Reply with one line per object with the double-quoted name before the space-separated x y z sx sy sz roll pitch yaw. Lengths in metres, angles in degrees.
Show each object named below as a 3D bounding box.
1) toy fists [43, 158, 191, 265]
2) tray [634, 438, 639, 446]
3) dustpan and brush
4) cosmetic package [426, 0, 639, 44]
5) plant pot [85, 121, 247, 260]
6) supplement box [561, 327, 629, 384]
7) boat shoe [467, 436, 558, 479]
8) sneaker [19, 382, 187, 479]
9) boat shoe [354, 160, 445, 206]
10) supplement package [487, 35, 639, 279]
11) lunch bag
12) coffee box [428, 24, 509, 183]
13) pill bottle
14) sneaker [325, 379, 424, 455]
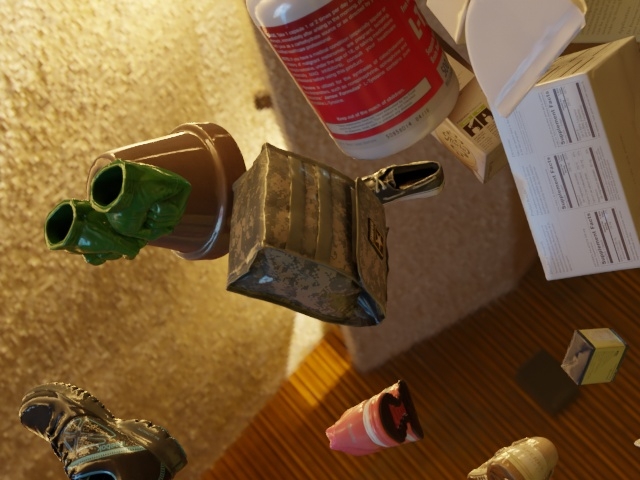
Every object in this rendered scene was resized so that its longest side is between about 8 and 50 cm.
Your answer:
"toy fists" -0.310 -0.036 1.744 0.142 0.096 0.279 8 -28 -41
"tray" 0.557 0.229 1.468 0.270 0.030 0.145 -25 -6 1
"dustpan and brush" 0.190 -0.250 1.170 0.060 0.211 0.147 -9 -33 -44
"cosmetic package" 0.447 -0.494 2.028 0.453 0.161 0.230 -4 -50 -20
"plant pot" -0.295 -0.088 2.023 0.229 0.263 0.263 -3 -49 -38
"supplement box" 0.489 0.206 1.982 0.083 0.056 0.083 -2 -57 -25
"boat shoe" 0.316 0.385 1.801 0.098 0.109 0.302 -35 -17 -15
"sneaker" -0.387 0.335 1.816 0.139 0.341 0.125 -53 -40 -33
"boat shoe" 0.131 -0.110 2.150 0.219 0.077 0.070 -15 -28 3
"supplement package" 0.362 -0.111 1.489 0.204 0.145 0.261 -36 -70 -51
"lunch bag" 0.000 0.000 1.890 0.287 0.235 0.169 20 -41 -22
"coffee box" 0.275 -0.278 2.271 0.119 0.297 0.168 -41 -17 -7
"pill bottle" 0.031 -0.342 1.728 0.229 0.229 0.407 -40 -59 -8
"sneaker" 0.094 0.328 2.017 0.136 0.116 0.314 -21 -12 14
